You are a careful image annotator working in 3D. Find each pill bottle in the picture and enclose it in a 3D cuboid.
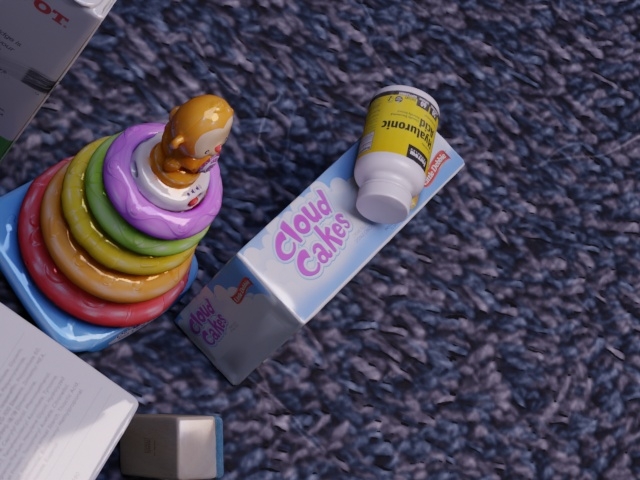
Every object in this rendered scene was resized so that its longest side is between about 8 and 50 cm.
[{"bbox_3d":[0.065,-0.075,1.703,0.065,0.065,0.116,24,57,-17],"label":"pill bottle"}]

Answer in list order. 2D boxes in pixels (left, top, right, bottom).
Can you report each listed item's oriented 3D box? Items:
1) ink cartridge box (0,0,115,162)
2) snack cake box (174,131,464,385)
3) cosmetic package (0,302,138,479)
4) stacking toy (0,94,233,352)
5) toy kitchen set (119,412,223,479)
[{"bbox_3d":[-0.291,-0.215,1.618,0.211,0.289,0.121,36,54,-10],"label":"ink cartridge box"},{"bbox_3d":[0.000,0.000,1.765,0.089,0.152,0.264,47,53,-1],"label":"snack cake box"},{"bbox_3d":[-0.277,0.156,1.532,0.183,0.151,0.151,37,54,-10],"label":"cosmetic package"},{"bbox_3d":[-0.144,-0.041,1.609,0.175,0.302,0.166,-32,84,-37],"label":"stacking toy"},{"bbox_3d":[-0.073,0.251,1.647,0.166,0.122,0.207,1,87,-29],"label":"toy kitchen set"}]
